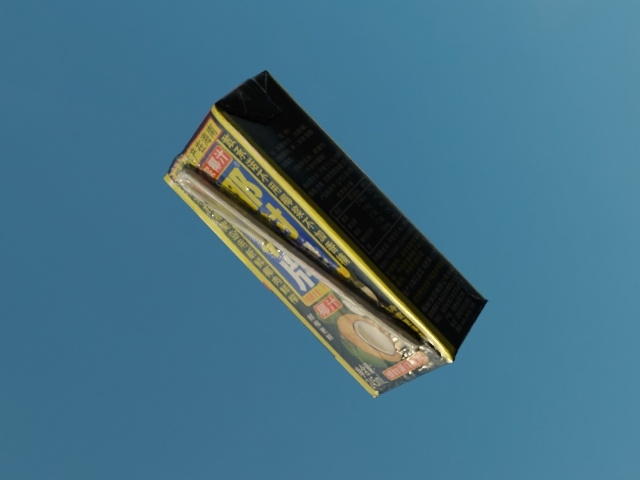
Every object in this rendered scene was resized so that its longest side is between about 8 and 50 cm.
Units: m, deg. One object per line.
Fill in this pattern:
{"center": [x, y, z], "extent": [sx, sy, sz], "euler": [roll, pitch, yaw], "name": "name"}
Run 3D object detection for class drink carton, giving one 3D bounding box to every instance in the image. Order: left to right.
{"center": [0.000, 0.000, 0.370], "extent": [0.166, 0.071, 0.056], "euler": [45, -134, -3], "name": "drink carton"}
